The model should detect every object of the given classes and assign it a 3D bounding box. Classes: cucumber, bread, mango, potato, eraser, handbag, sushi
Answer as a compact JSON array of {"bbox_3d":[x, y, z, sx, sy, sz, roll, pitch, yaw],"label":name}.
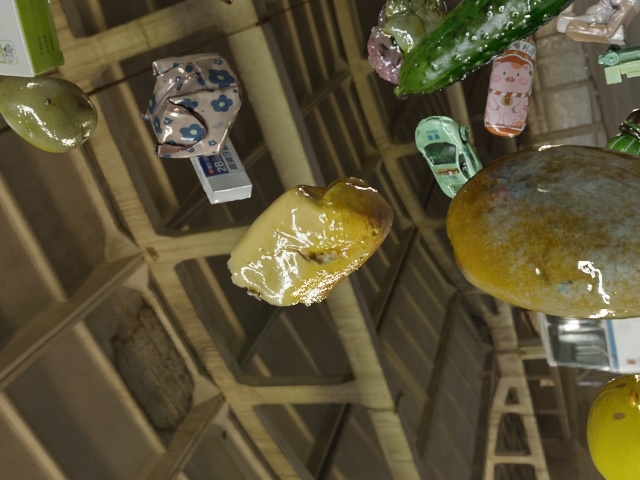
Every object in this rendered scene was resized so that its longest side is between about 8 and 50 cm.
[{"bbox_3d":[0.139,-0.185,0.482,0.069,0.227,0.069,15,-118,-30],"label":"cucumber"},{"bbox_3d":[0.000,0.000,1.487,0.250,0.394,0.361,56,-152,10],"label":"bread"},{"bbox_3d":[0.284,-0.009,0.577,0.146,0.316,0.192,60,-137,-47],"label":"mango"},{"bbox_3d":[-0.580,-0.277,1.201,0.194,0.157,0.157,30,-137,-9],"label":"potato"},{"bbox_3d":[-0.290,-0.207,1.636,0.210,0.125,0.068,61,150,30],"label":"eraser"},{"bbox_3d":[-0.331,-0.336,1.429,0.193,0.251,0.190,-16,-114,-34],"label":"handbag"},{"bbox_3d":[0.195,-0.421,1.109,0.241,0.161,0.107,-63,-5,3],"label":"sushi"}]

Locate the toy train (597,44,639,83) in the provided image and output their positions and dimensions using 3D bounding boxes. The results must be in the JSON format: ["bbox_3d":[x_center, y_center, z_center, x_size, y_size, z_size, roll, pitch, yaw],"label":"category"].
[{"bbox_3d":[0.647,-0.374,1.186,0.081,0.122,0.050,59,-134,-34],"label":"toy train"}]

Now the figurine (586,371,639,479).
[{"bbox_3d":[0.607,0.337,0.897,0.215,0.344,0.187,-44,-43,-42],"label":"figurine"}]

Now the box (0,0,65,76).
[{"bbox_3d":[-0.424,-0.277,0.611,0.062,0.261,0.175,-68,-18,-57],"label":"box"}]

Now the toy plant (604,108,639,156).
[{"bbox_3d":[0.811,-0.260,1.492,0.093,0.162,0.093,29,-160,-12],"label":"toy plant"}]

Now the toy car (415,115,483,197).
[{"bbox_3d":[0.216,-0.130,0.953,0.186,0.093,0.058,48,-124,-40],"label":"toy car"}]

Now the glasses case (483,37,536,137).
[{"bbox_3d":[0.467,-0.382,1.406,0.067,0.103,0.266,62,-143,-77],"label":"glasses case"}]

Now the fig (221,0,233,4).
[{"bbox_3d":[-0.263,-0.451,0.832,0.321,0.217,0.217,41,-143,-9],"label":"fig"}]

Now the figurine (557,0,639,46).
[{"bbox_3d":[0.565,-0.495,1.085,0.162,0.141,0.236,-13,-53,-51],"label":"figurine"}]
